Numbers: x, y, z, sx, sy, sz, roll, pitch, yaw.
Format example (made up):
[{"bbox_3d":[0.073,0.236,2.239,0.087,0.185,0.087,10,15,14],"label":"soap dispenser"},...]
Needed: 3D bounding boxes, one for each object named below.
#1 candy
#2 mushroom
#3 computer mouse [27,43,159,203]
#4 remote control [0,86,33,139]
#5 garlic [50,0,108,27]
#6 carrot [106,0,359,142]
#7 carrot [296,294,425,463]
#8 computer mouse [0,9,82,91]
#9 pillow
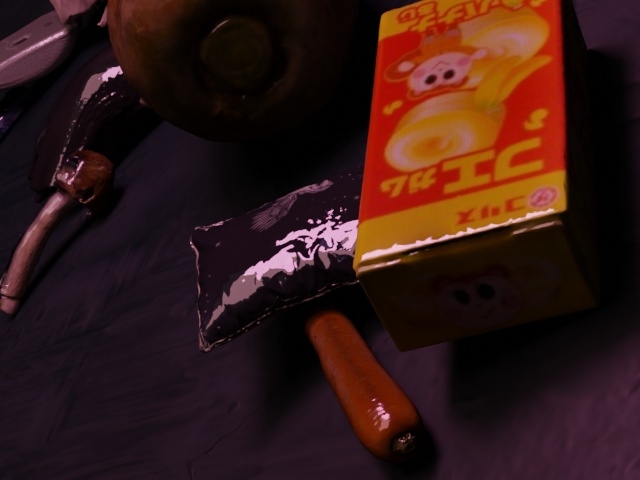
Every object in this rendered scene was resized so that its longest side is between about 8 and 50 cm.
[{"bbox_3d":[0.108,-0.063,1.095,0.146,0.088,0.276,-15,39,18],"label":"candy"},{"bbox_3d":[-0.270,-0.008,1.648,0.060,0.061,0.187,39,97,33],"label":"mushroom"},{"bbox_3d":[-0.230,-0.147,1.731,0.264,0.088,0.147,-49,25,5],"label":"computer mouse"},{"bbox_3d":[-0.413,-0.130,2.024,0.043,0.027,0.152,19,72,54],"label":"remote control"},{"bbox_3d":[-0.260,-0.361,1.966,0.229,0.143,0.178,5,46,40],"label":"garlic"},{"bbox_3d":[-0.082,-0.227,1.474,0.224,0.224,0.341,-41,22,15],"label":"carrot"},{"bbox_3d":[0.021,0.085,1.122,0.043,0.043,0.248,-46,26,6],"label":"carrot"},{"bbox_3d":[-0.369,-0.223,2.020,0.181,0.056,0.089,-33,28,-16],"label":"computer mouse"},{"bbox_3d":[0.000,0.000,1.203,0.208,0.055,0.141,-21,36,9],"label":"pillow"}]
